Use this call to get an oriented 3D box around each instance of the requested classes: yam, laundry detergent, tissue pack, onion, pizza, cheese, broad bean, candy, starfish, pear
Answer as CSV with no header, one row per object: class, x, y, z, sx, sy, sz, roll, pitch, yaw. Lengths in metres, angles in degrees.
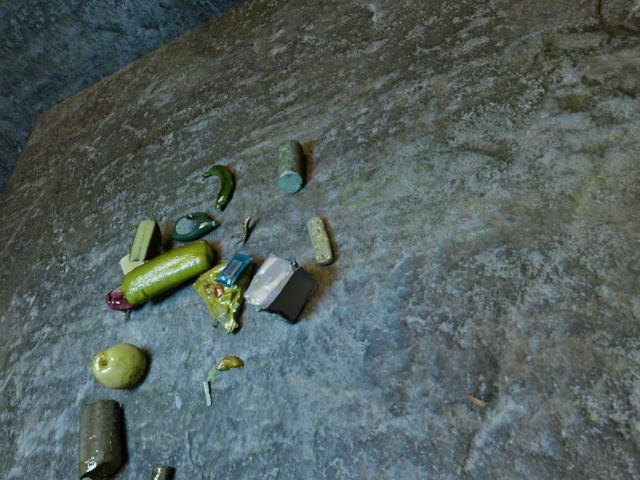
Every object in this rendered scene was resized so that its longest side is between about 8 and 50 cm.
yam,-0.117,-0.286,1.645,0.107,0.107,0.194,-16,56,22
yam,-0.496,0.803,1.243,0.061,0.061,0.253,-10,58,25
laundry detergent,-0.521,-0.066,1.778,0.211,0.063,0.137,-11,51,25
tissue pack,-0.307,0.104,1.491,0.085,0.028,0.138,15,59,32
onion,-0.794,0.259,1.726,0.150,0.140,0.150,-2,21,1
pizza,-0.335,0.196,1.502,0.280,0.075,0.287,-31,50,11
cheese,0.000,0.000,1.444,0.065,0.043,0.194,-26,52,16
broad bean,-0.443,-0.249,1.855,0.144,0.049,0.292,-43,47,9
candy,-0.126,0.151,1.338,0.137,0.185,0.195,26,77,34
starfish,-0.303,-0.025,1.640,0.133,0.041,0.130,-32,39,45
pear,-0.729,0.450,1.521,0.178,0.178,0.178,-15,56,23
yam,-0.741,0.673,1.421,0.238,0.128,0.129,57,131,45

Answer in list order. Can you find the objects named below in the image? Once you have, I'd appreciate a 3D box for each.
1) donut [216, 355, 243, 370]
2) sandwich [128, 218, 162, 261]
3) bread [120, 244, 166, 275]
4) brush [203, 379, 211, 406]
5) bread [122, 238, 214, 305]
donut,-0.298,0.407,1.377,0.083,0.038,0.067,17,69,38
sandwich,-0.713,0.019,1.733,0.090,0.088,0.244,-10,45,4
bread,-0.752,0.083,1.799,0.188,0.068,0.125,-35,47,-8
brush,-0.368,0.499,1.379,0.016,0.013,0.083,-30,59,18
bread,-0.595,0.111,1.635,0.383,0.112,0.166,-26,35,3
